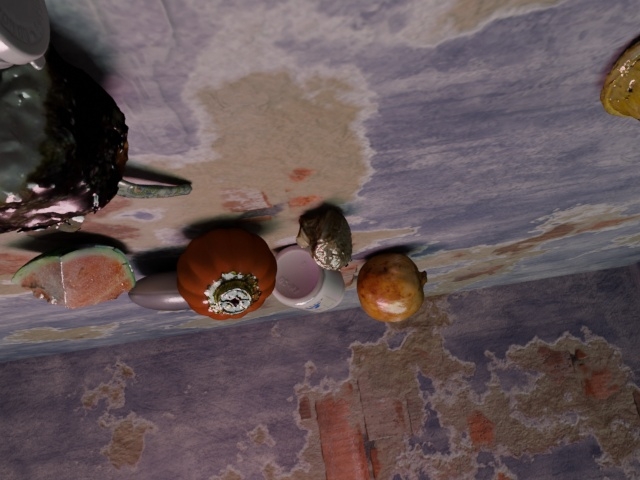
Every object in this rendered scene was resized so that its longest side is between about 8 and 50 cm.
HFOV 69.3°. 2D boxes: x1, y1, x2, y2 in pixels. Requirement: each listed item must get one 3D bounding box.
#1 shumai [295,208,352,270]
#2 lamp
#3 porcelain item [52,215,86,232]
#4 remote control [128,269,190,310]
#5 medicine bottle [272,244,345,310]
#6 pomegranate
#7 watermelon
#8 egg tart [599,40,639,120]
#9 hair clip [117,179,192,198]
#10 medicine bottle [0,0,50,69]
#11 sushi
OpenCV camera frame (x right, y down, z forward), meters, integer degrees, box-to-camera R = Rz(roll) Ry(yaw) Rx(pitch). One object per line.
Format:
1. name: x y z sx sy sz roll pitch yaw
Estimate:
1. shumai: 0.001 -0.003 1.022 0.116 0.145 0.145 -5 167 25
2. lamp: -0.206 0.073 1.028 0.223 0.196 0.223 -11 127 -15
3. porcelain item: -0.456 -0.065 0.665 0.216 0.069 0.081 12 158 -41
4. remote control: -0.373 0.128 1.215 0.221 0.103 0.332 -3 176 -10
5. medicine bottle: -0.025 0.120 1.334 0.170 0.170 0.293 -13 164 14
6. pomegranate: 0.231 0.148 1.487 0.248 0.248 0.248 -9 164 -2
7. watermelon: -0.497 0.046 0.976 0.146 0.128 0.231 -51 160 26
8. egg tart: 0.493 -0.220 0.619 0.213 0.090 0.212 -10 160 -4
9. hair clip: -0.295 -0.089 0.705 0.066 0.036 0.229 -14 164 39
10. medicine bottle: -0.311 -0.150 0.309 0.215 0.135 0.135 -9 164 1
11. sushi: -0.372 -0.069 0.453 0.343 0.196 0.182 -10 157 2
